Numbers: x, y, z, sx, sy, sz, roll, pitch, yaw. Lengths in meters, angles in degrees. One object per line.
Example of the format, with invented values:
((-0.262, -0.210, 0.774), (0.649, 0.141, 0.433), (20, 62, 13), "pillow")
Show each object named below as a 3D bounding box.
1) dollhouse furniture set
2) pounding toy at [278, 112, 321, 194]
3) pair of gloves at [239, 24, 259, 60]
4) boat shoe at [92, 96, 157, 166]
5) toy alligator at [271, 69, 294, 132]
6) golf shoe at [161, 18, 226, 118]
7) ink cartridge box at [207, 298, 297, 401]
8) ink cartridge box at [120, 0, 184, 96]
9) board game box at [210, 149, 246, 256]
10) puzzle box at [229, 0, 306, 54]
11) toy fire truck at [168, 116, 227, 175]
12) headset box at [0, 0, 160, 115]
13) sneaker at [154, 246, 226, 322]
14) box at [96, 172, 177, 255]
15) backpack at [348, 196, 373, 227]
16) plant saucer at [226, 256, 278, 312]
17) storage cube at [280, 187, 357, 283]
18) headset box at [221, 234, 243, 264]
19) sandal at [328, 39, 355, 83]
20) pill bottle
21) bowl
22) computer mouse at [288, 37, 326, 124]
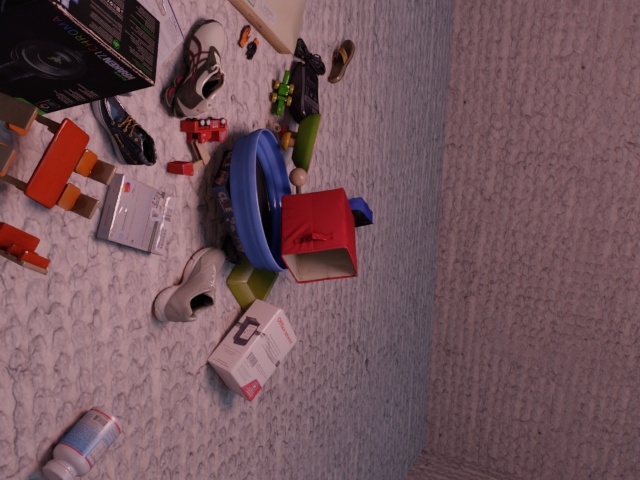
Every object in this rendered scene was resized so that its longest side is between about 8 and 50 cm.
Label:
((-0.482, -0.086, 1.112), (0.259, 0.135, 0.262), (-66, 163, -10), "dollhouse furniture set")
((-0.077, -0.266, 1.869), (0.183, 0.110, 0.237), (134, -31, -80), "pounding toy")
((-0.195, -0.538, 1.746), (0.083, 0.010, 0.074), (58, 45, -57), "pair of gloves")
((-0.402, -0.237, 1.338), (0.065, 0.083, 0.183), (-58, 145, -39), "boat shoe")
((-0.120, -0.408, 1.898), (0.051, 0.056, 0.190), (175, -74, -75), "toy alligator")
((-0.266, -0.405, 1.524), (0.105, 0.120, 0.273), (48, 54, -55), "golf shoe")
((-0.192, 0.317, 1.865), (0.237, 0.100, 0.172), (-51, 143, -26), "ink cartridge box")
((-0.393, -0.454, 1.334), (0.224, 0.045, 0.223), (-62, 148, -36), "ink cartridge box")
((-0.221, -0.099, 1.738), (0.165, 0.042, 0.243), (-81, 161, -46), "board game box")
((-0.152, -0.723, 1.730), (0.409, 0.052, 0.272), (31, 71, -62), "puzzle box")
((-0.299, -0.235, 1.588), (0.192, 0.047, 0.135), (-24, 119, -61), "toy fire truck")
((-0.446, -0.329, 1.018), (0.246, 0.282, 0.131), (38, 49, -62), "headset box")
((-0.295, 0.119, 1.620), (0.262, 0.121, 0.099), (-56, 145, -41), "sneaker")
((-0.406, -0.054, 1.437), (0.186, 0.038, 0.145), (26, 74, -64), "box")
((0.134, -0.115, 2.447), (0.120, 0.097, 0.101), (40, 41, -51), "backpack")
((-0.189, 0.109, 1.916), (0.188, 0.045, 0.188), (-63, 148, -32), "plant saucer")
((-0.001, -0.012, 1.799), (0.215, 0.183, 0.193), (65, 20, -58), "storage cube")
((-0.245, 0.025, 1.792), (0.083, 0.032, 0.062), (45, 57, -60), "headset box")
((0.066, -0.620, 2.199), (0.049, 0.072, 0.180), (36, 68, -37), "sandal")
((-0.498, 0.434, 1.344), (0.160, 0.087, 0.087), (-52, 141, -44), "pill bottle")
((-0.154, -0.106, 1.753), (0.391, 0.077, 0.392), (-7, 90, -79), "bowl")
((-0.053, -0.467, 1.999), (0.188, 0.072, 0.273), (30, 59, -60), "computer mouse")
